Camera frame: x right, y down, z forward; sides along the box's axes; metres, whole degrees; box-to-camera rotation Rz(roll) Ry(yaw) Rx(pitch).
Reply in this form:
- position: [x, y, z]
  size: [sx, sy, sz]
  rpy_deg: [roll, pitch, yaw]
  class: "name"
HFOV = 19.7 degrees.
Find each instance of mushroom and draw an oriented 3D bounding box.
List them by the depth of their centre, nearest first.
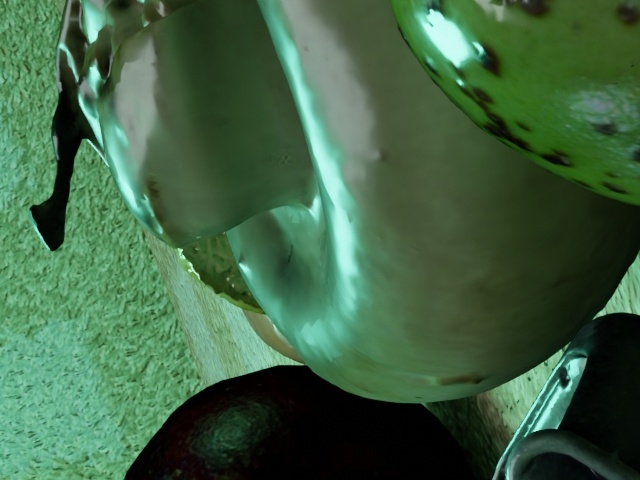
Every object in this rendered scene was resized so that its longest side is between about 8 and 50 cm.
- position: [-0.005, -0.088, 0.874]
  size: [0.362, 0.294, 0.362]
  rpy_deg: [163, 90, -79]
  class: "mushroom"

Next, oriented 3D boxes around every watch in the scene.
- position: [0.090, 0.133, 0.785]
  size: [0.068, 0.193, 0.206]
  rpy_deg: [31, 142, 5]
  class: "watch"

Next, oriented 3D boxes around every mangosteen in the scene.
- position: [-0.003, 0.246, 1.456]
  size: [0.330, 0.330, 0.330]
  rpy_deg: [160, 90, -79]
  class: "mangosteen"

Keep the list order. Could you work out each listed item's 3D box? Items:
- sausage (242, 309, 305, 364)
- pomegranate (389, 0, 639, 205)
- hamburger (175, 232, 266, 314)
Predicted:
- position: [0.000, 0.029, 1.458]
  size: [0.254, 0.148, 0.148]
  rpy_deg: [-162, 53, -78]
  class: "sausage"
- position: [0.140, -0.108, 0.490]
  size: [0.247, 0.214, 0.214]
  rpy_deg: [8, 126, 35]
  class: "pomegranate"
- position: [0.000, 0.000, 1.234]
  size: [0.155, 0.207, 0.135]
  rpy_deg: [159, 94, -74]
  class: "hamburger"
